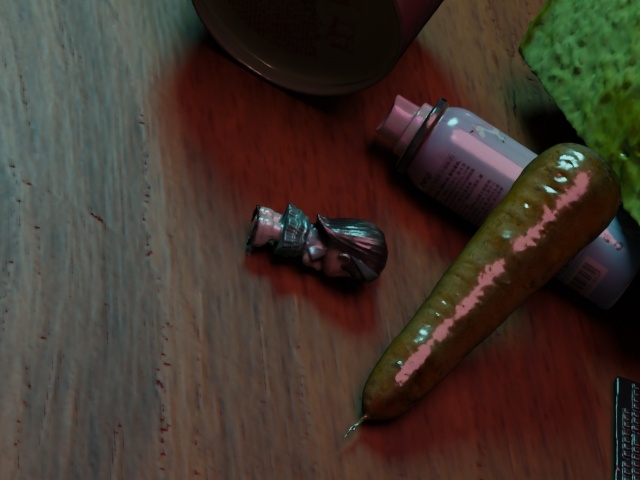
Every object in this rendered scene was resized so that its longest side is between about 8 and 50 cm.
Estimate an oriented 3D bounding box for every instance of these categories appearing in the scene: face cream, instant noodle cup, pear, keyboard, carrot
[{"bbox_3d":[0.147,-0.037,1.530,0.229,0.075,0.075,34,44,1],"label":"face cream"},{"bbox_3d":[0.010,-0.238,1.540,0.234,0.235,0.178,30,53,-2],"label":"instant noodle cup"},{"bbox_3d":[0.367,-0.096,1.567,0.318,0.238,0.342,18,31,-34],"label":"pear"},{"bbox_3d":[0.238,0.165,1.445,0.053,0.010,0.155,19,45,-11],"label":"keyboard"},{"bbox_3d":[0.109,0.041,1.413,0.078,0.078,0.298,41,67,10],"label":"carrot"}]

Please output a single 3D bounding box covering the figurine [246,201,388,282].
[{"bbox_3d":[0.000,0.000,1.441,0.106,0.047,0.060,16,9,-6],"label":"figurine"}]
